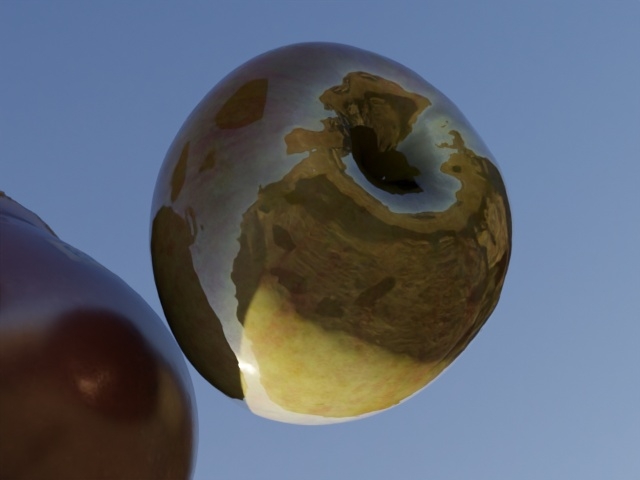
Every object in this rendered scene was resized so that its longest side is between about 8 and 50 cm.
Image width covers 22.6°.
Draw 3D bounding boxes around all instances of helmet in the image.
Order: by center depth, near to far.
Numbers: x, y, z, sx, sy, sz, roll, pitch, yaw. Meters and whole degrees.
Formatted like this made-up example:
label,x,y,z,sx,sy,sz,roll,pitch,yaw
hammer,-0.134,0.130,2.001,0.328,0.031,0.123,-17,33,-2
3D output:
label,x,y,z,sx,sy,sz,roll,pitch,yaw
helmet,-0.221,0.141,1.158,0.338,0.230,0.385,-61,-34,-17

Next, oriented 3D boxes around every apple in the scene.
label,x,y,z,sx,sy,sz,roll,pitch,yaw
apple,0.000,0.000,1.106,0.257,0.257,0.234,-25,-14,-39
